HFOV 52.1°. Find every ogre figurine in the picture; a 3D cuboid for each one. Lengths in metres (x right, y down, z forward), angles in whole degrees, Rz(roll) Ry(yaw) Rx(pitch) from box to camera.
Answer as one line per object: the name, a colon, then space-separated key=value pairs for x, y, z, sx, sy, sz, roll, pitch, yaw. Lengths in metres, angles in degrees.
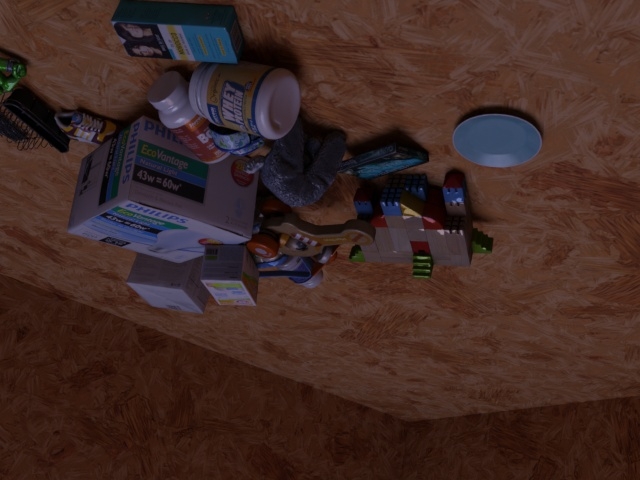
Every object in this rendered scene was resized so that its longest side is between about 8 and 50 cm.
ogre figurine: x=-0.804 y=-0.397 z=1.565 sx=0.197 sy=0.097 sz=0.118 roll=7 pitch=167 yaw=39

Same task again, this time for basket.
basket: x=-0.181 y=0.011 z=1.943 sx=0.254 sy=0.201 sz=0.289 roll=-4 pitch=139 yaw=30

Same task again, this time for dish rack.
dish rack: x=-0.821 y=-0.315 z=1.758 sx=0.271 sy=0.074 sz=0.208 roll=-1 pitch=150 yaw=28

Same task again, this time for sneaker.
sneaker: x=-0.599 y=-0.294 z=1.694 sx=0.185 sy=0.070 sz=0.084 roll=5 pitch=158 yaw=15

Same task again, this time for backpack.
backpack: x=-0.185 y=-0.239 z=1.468 sx=0.105 sy=0.114 sz=0.084 roll=34 pitch=144 yaw=43

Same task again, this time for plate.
plate: x=0.380 y=-0.220 z=1.412 sx=0.188 sy=0.024 sz=0.188 roll=10 pitch=154 yaw=5

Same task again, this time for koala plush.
koala plush: x=-0.080 y=-0.173 z=1.569 sx=0.196 sy=0.203 sz=0.221 roll=20 pitch=169 yaw=-26

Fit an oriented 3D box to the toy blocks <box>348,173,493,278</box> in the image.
toy blocks: x=0.232 y=-0.058 z=1.675 sx=0.381 sy=0.191 sz=0.261 roll=2 pitch=140 yaw=23

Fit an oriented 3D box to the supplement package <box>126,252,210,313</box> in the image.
supplement package: x=-0.462 y=0.071 z=2.130 sx=0.199 sy=0.263 sz=0.198 roll=6 pitch=154 yaw=16

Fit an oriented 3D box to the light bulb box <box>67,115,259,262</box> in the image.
light bulb box: x=-0.411 y=-0.113 z=1.723 sx=0.357 sy=0.225 sz=0.361 roll=19 pitch=157 yaw=-38

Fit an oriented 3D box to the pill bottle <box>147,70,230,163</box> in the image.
pill bottle: x=-0.292 y=-0.283 z=1.505 sx=0.121 sy=0.121 sz=0.216 roll=-3 pitch=150 yaw=31

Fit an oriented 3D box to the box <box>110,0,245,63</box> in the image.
box: x=-0.282 y=-0.416 z=1.307 sx=0.244 sy=0.060 sz=0.100 roll=7 pitch=153 yaw=13

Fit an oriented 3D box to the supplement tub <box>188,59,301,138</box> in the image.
supplement tub: x=-0.157 y=-0.298 z=1.358 sx=0.199 sy=0.144 sz=0.144 roll=18 pitch=157 yaw=25

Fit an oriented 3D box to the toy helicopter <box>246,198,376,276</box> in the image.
toy helicopter: x=0.000 y=0.000 z=1.693 sx=0.355 sy=0.140 sz=0.235 roll=-4 pitch=147 yaw=41

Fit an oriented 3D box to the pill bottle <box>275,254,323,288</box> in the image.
pill bottle: x=-0.071 y=0.079 z=2.126 sx=0.112 sy=0.112 sz=0.187 roll=-4 pitch=148 yaw=32

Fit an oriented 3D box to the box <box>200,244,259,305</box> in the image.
box: x=-0.241 y=0.098 z=1.782 sx=0.114 sy=0.103 sz=0.203 roll=1 pitch=156 yaw=6

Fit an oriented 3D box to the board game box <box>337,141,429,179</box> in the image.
board game box: x=0.145 y=-0.184 z=1.547 sx=0.126 sy=0.026 sz=0.186 roll=7 pitch=165 yaw=-44
